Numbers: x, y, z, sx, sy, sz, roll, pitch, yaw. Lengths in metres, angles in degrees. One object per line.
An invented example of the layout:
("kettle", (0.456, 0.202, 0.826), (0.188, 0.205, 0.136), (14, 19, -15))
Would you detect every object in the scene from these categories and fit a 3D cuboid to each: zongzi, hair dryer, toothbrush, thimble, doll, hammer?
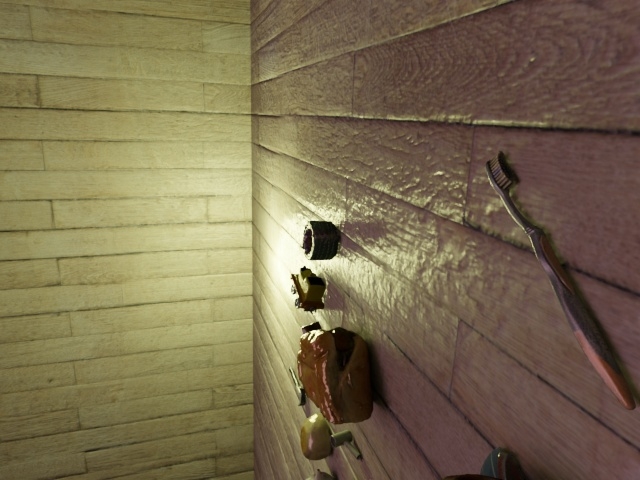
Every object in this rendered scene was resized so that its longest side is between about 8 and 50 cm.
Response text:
("zongzi", (0.002, 0.394, 1.543), (0.184, 0.084, 0.187), (85, 165, -48))
("hair dryer", (0.083, 0.607, 1.342), (0.124, 0.063, 0.037), (29, 119, 55))
("toothbrush", (0.297, 0.030, 0.596), (0.037, 0.028, 0.375), (121, 143, -49))
("thimble", (-0.001, 0.000, 1.441), (0.135, 0.090, 0.118), (109, 152, -48))
("doll", (-0.005, 0.857, 1.574), (0.106, 0.110, 0.180), (-57, -6, -33))
("hammer", (-0.103, 0.623, 1.986), (0.246, 0.029, 0.102), (-142, 52, -70))

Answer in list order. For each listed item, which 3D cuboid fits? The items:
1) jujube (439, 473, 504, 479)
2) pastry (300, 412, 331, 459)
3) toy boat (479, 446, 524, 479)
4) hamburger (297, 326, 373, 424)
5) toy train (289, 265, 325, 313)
("jujube", (0.207, 0.472, 0.612), (0.258, 0.259, 0.376), (-111, 29, -45))
("pastry", (-0.018, 0.694, 1.620), (0.156, 0.092, 0.156), (-175, 90, -70))
("toy boat", (0.273, 0.382, 0.726), (0.122, 0.034, 0.096), (115, 153, -59))
("hamburger", (0.043, 0.329, 1.241), (0.330, 0.162, 0.208), (-151, 62, -72))
("toy train", (-0.044, 0.167, 1.624), (0.219, 0.089, 0.127), (-116, 39, -53))
